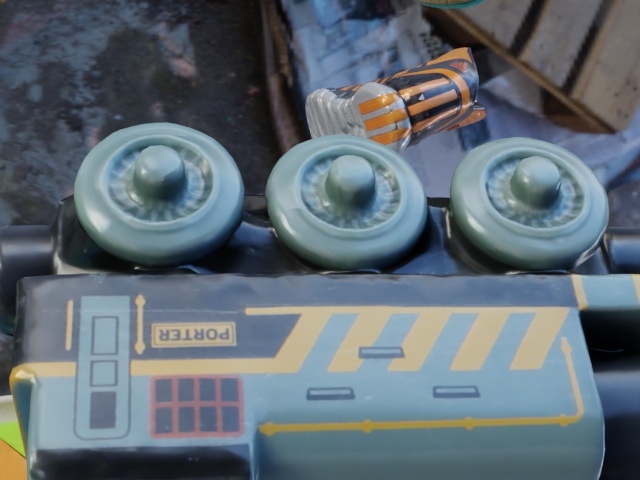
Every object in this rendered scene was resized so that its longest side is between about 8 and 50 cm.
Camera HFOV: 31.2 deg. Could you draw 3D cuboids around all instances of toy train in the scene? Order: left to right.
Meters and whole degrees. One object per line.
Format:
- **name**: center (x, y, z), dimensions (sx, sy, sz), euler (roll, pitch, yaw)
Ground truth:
- **toy train**: center (0.011, 0.054, 0.536), dimensions (0.334, 0.142, 0.190), euler (1, 54, -9)

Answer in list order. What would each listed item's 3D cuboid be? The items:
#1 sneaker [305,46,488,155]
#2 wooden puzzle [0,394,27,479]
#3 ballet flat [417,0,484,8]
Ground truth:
- **sneaker**: center (0.105, -0.159, 1.452), dimensions (0.180, 0.321, 0.125), euler (-21, 101, -18)
- **wooden puzzle**: center (-0.231, 0.229, 1.033), dimensions (0.221, 0.239, 0.044), euler (-7, 136, 0)
- **ballet flat**: center (0.096, -0.343, 1.237), dimensions (0.116, 0.342, 0.124), euler (-39, 117, 8)
